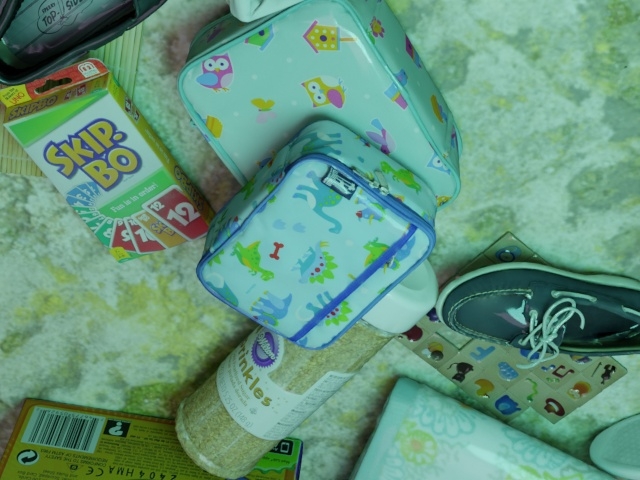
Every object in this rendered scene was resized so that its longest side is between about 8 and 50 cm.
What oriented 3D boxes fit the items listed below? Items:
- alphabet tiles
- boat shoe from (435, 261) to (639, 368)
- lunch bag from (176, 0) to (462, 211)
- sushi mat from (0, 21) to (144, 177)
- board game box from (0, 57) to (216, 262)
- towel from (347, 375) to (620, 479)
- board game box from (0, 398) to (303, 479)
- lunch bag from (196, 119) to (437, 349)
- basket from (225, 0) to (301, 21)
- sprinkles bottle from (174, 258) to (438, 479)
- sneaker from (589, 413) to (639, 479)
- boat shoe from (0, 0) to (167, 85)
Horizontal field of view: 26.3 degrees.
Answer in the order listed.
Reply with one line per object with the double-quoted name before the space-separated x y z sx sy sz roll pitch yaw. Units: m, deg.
"alphabet tiles" 0.230 0.116 1.576 0.237 0.009 0.198 38 121 -18
"boat shoe" 0.251 0.086 1.471 0.254 0.079 0.095 7 123 -18
"lunch bag" -0.003 -0.128 1.375 0.224 0.108 0.279 -23 118 24
"sushi mat" -0.263 -0.190 1.417 0.151 0.019 0.316 13 125 -1
"board game box" -0.223 -0.079 1.446 0.124 0.039 0.259 -17 133 18
"towel" 0.167 0.379 1.655 0.320 0.090 0.374 24 115 4
"board game box" -0.231 0.462 1.662 0.356 0.356 0.356 9 125 2
"lunch bag" 0.000 0.000 1.345 0.176 0.090 0.219 35 125 -19
"basket" -0.029 -0.288 1.219 0.167 0.103 0.113 -25 142 -22
"sprinkles bottle" -0.022 0.131 1.549 0.121 0.121 0.355 34 122 -16
"sneaker" 0.470 0.273 1.597 0.296 0.104 0.147 -7 131 17
"boat shoe" -0.199 -0.255 1.283 0.340 0.113 0.127 -28 118 23
